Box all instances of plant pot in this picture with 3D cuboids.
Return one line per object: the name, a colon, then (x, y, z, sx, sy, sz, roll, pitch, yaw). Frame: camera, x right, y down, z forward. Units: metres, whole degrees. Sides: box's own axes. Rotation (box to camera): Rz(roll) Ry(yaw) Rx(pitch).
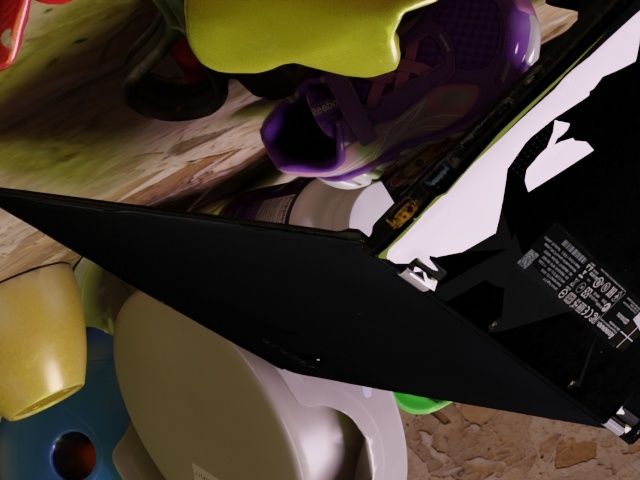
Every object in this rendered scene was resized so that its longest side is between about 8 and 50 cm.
plant pot: (-0.245, 0.092, 1.553, 0.134, 0.095, 0.134, -27, 173, -4)

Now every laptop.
laptop: (0.091, -0.039, 1.131, 0.408, 0.236, 0.382, -46, 146, 6)

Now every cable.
cable: (-0.065, -0.131, 0.987, 0.139, 0.072, 0.287, -12, 163, 11)

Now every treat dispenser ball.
treat dispenser ball: (-0.173, 0.209, 1.853, 0.288, 0.288, 0.288, -27, 172, -4)

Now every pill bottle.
pill bottle: (0.000, 0.000, 1.572, 0.108, 0.108, 0.193, -22, -172, -34)

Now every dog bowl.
dog bowl: (-0.068, 0.138, 1.576, 0.102, 0.348, 0.349, -30, 175, -32)

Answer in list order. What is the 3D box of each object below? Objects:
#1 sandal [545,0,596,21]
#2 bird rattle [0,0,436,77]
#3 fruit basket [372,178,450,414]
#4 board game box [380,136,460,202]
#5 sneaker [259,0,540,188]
sandal: (0.227, -0.208, 1.275, 0.168, 0.107, 0.446, -25, 159, -8)
bird rattle: (-0.037, -0.164, 0.697, 0.207, 0.143, 0.253, -43, 154, 19)
fruit basket: (0.171, -0.031, 1.679, 0.392, 0.283, 0.392, -28, -170, 5)
board game box: (0.107, -0.067, 1.364, 0.136, 0.030, 0.259, -34, -166, 3)
sneaker: (0.047, -0.104, 1.319, 0.236, 0.095, 0.104, -32, 163, 37)
